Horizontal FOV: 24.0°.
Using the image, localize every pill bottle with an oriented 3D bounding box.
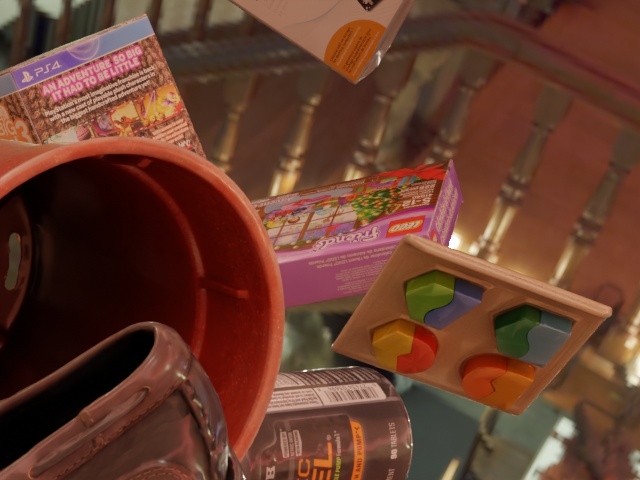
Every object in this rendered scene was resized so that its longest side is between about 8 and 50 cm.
[{"bbox_3d":[-0.051,0.178,1.278,0.245,0.130,0.130,-1,45,-39],"label":"pill bottle"}]

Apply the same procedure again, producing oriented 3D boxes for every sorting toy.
[{"bbox_3d":[0.128,0.085,1.334,0.193,0.208,0.038,20,53,-9],"label":"sorting toy"}]

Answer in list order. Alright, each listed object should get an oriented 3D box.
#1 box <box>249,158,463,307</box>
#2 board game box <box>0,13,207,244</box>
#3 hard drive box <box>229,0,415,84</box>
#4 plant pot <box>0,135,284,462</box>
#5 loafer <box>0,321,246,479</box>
[{"bbox_3d":[0.000,0.000,1.646,0.293,0.057,0.201,-11,23,17],"label":"box"},{"bbox_3d":[-0.286,-0.104,1.909,0.232,0.141,0.291,-31,104,-42],"label":"board game box"},{"bbox_3d":[0.001,-0.330,1.809,0.232,0.181,0.089,34,27,7],"label":"hard drive box"},{"bbox_3d":[-0.210,0.043,0.994,0.272,0.272,0.265,-21,25,-35],"label":"plant pot"},{"bbox_3d":[-0.175,0.114,0.551,0.302,0.095,0.109,-21,33,-15],"label":"loafer"}]
